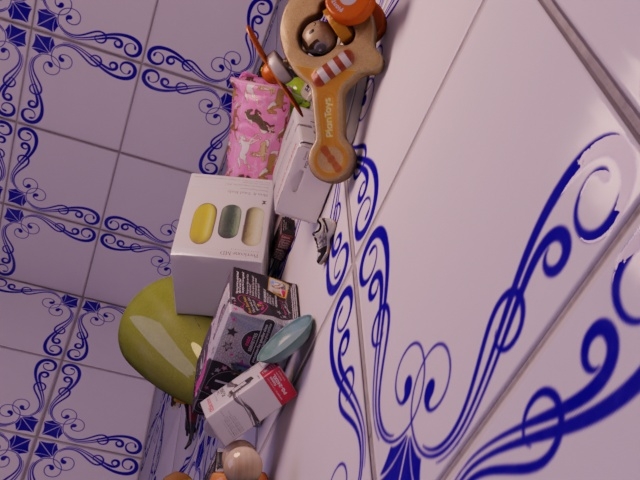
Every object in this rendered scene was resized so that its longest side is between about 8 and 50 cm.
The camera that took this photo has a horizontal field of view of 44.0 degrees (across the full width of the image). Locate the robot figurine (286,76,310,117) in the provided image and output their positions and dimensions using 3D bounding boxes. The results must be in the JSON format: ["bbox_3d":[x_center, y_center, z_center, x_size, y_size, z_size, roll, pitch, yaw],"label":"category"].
[{"bbox_3d":[-0.061,-0.363,2.002,0.101,0.067,0.115,62,140,32],"label":"robot figurine"}]

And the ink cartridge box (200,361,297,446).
[{"bbox_3d":[-0.125,0.272,1.355,0.150,0.063,0.109,-34,10,-10],"label":"ink cartridge box"}]

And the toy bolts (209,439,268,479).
[{"bbox_3d":[-0.165,0.399,1.244,0.228,0.218,0.158,156,115,-64],"label":"toy bolts"}]

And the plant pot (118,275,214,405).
[{"bbox_3d":[-0.288,0.260,1.823,0.293,0.275,0.274,35,110,52],"label":"plant pot"}]

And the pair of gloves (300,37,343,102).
[{"bbox_3d":[0.038,-0.370,1.649,0.204,0.042,0.240,-66,21,10],"label":"pair of gloves"}]

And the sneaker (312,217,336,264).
[{"bbox_3d":[0.000,0.000,1.388,0.032,0.037,0.083,175,109,-74],"label":"sneaker"}]

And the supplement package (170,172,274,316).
[{"bbox_3d":[-0.212,0.012,1.788,0.198,0.199,0.262,95,180,-45],"label":"supplement package"}]

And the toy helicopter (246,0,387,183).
[{"bbox_3d":[-0.004,-0.272,1.376,0.140,0.235,0.355,21,-115,-75],"label":"toy helicopter"}]

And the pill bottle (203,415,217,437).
[{"bbox_3d":[-0.240,0.401,1.855,0.116,0.065,0.065,-102,31,-64],"label":"pill bottle"}]

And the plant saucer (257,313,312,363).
[{"bbox_3d":[-0.055,0.172,1.349,0.119,0.021,0.119,-36,10,8],"label":"plant saucer"}]

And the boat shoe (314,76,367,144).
[{"bbox_3d":[0.034,-0.278,1.468,0.079,0.081,0.227,140,142,-66],"label":"boat shoe"}]

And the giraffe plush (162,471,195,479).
[{"bbox_3d":[-0.313,0.580,1.709,0.170,0.210,0.181,-63,-8,21],"label":"giraffe plush"}]

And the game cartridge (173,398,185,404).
[{"bbox_3d":[-0.304,0.267,2.186,0.324,0.053,0.285,-42,32,44],"label":"game cartridge"}]

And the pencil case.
[{"bbox_3d":[-0.168,-0.216,1.966,0.160,0.167,0.386,-34,-45,-70],"label":"pencil case"}]

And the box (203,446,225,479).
[{"bbox_3d":[-0.209,0.581,1.486,0.242,0.077,0.307,-93,23,-54],"label":"box"}]

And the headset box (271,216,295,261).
[{"bbox_3d":[-0.081,-0.006,1.746,0.062,0.032,0.083,-91,19,-51],"label":"headset box"}]

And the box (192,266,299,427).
[{"bbox_3d":[-0.146,0.206,1.520,0.163,0.142,0.247,-98,26,-61],"label":"box"}]

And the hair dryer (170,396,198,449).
[{"bbox_3d":[-0.363,0.451,2.354,0.223,0.080,0.293,55,133,47],"label":"hair dryer"}]

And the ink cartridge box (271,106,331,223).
[{"bbox_3d":[-0.031,-0.155,1.579,0.218,0.092,0.158,-96,25,-63],"label":"ink cartridge box"}]

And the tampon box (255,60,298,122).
[{"bbox_3d":[-0.130,-0.407,2.227,0.101,0.120,0.161,132,150,-64],"label":"tampon box"}]
